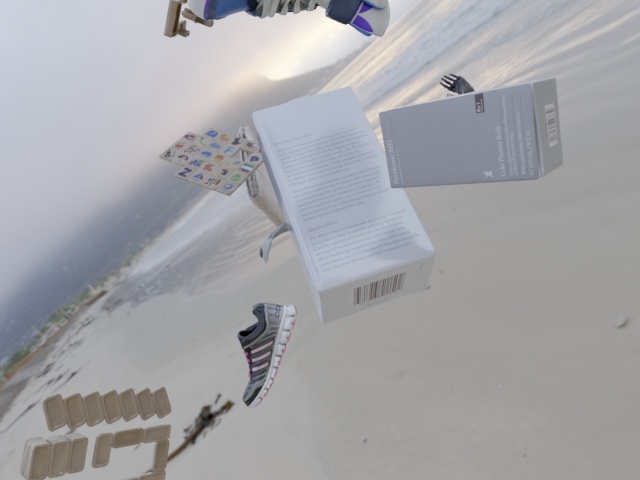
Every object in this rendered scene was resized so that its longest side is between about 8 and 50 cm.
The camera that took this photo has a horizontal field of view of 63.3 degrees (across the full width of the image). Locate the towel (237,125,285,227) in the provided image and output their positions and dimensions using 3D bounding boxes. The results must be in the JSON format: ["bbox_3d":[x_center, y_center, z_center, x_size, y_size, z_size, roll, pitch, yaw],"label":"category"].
[{"bbox_3d":[-0.162,-0.182,1.477,0.049,0.187,0.282,-23,56,13],"label":"towel"}]

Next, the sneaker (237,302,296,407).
[{"bbox_3d":[-0.095,0.166,0.782,0.063,0.074,0.171,-96,25,-80],"label":"sneaker"}]

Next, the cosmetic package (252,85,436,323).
[{"bbox_3d":[0.033,-0.087,1.070,0.229,0.454,0.162,-17,-30,-7],"label":"cosmetic package"}]

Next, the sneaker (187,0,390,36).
[{"bbox_3d":[-0.007,-0.378,0.777,0.323,0.236,0.130,-48,4,-20],"label":"sneaker"}]

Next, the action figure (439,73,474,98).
[{"bbox_3d":[0.297,-0.231,1.092,0.276,0.140,0.164,-94,13,-48],"label":"action figure"}]

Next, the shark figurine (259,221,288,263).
[{"bbox_3d":[-0.015,-0.017,1.249,0.116,0.278,0.166,28,110,50],"label":"shark figurine"}]

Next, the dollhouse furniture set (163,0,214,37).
[{"bbox_3d":[-0.408,-0.725,1.683,0.151,0.123,0.144,-72,4,-57],"label":"dollhouse furniture set"}]

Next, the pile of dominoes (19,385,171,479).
[{"bbox_3d":[-0.382,0.354,0.914,0.040,0.251,0.196,5,86,42],"label":"pile of dominoes"}]

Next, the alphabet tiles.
[{"bbox_3d":[-0.260,-0.200,1.254,0.198,0.237,0.009,-54,-25,-38],"label":"alphabet tiles"}]

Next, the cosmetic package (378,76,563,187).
[{"bbox_3d":[0.211,-0.149,0.752,0.237,0.127,0.107,-2,16,41],"label":"cosmetic package"}]
